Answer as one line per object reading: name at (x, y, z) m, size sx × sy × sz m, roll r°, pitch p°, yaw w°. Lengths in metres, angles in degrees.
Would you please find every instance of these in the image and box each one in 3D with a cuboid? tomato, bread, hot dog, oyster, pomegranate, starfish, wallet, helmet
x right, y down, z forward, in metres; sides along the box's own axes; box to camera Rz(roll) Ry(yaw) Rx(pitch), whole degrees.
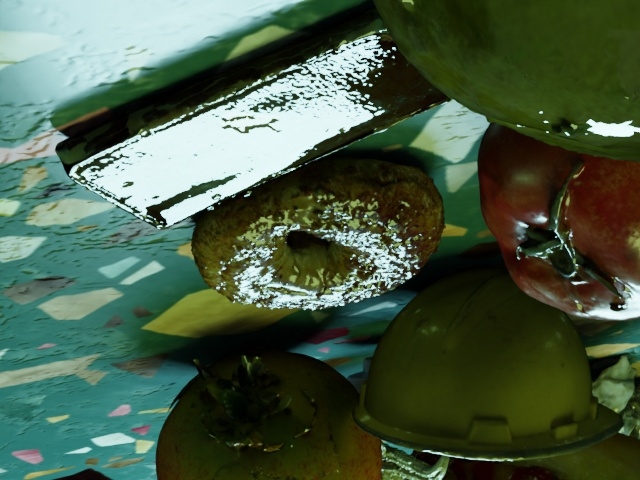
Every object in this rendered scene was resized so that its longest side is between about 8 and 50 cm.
tomato at (0.182, -0.041, 1.101) m, size 0.187 × 0.151 × 0.187 m, roll 28°, pitch 158°, yaw 12°
bread at (0.000, 0.000, 1.223) m, size 0.193 × 0.064 × 0.193 m, roll -9°, pitch 158°, yaw -4°
hot dog at (0.197, 0.263, 1.768) m, size 0.223 × 0.185 × 0.405 m, roll 31°, pitch 166°, yaw -17°
oyster at (0.316, 0.205, 1.955) m, size 0.161 × 0.107 × 0.233 m, roll -15°, pitch 160°, yaw 34°
pomegranate at (-0.049, 0.194, 1.520) m, size 0.210 × 0.210 × 0.235 m, roll -14°, pitch 145°, yaw 4°
starfish at (0.044, 0.228, 1.705) m, size 0.217 × 0.223 × 0.050 m, roll -29°, pitch -173°, yaw 37°
wallet at (-0.037, -0.075, 1.037) m, size 0.232 × 0.031 × 0.122 m, roll -22°, pitch 154°, yaw 21°
helmet at (0.148, 0.094, 1.463) m, size 0.257 × 0.140 × 0.205 m, roll -7°, pitch -165°, yaw -42°

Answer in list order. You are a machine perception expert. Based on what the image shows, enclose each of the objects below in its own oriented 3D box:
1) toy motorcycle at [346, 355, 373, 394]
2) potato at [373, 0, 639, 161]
toy motorcycle at (0.136, 0.132, 1.652) m, size 0.254 × 0.112 × 0.112 m, roll -9°, pitch 161°, yaw -22°
potato at (0.176, -0.138, 0.717) m, size 0.270 × 0.219 × 0.359 m, roll -13°, pitch 170°, yaw 31°
